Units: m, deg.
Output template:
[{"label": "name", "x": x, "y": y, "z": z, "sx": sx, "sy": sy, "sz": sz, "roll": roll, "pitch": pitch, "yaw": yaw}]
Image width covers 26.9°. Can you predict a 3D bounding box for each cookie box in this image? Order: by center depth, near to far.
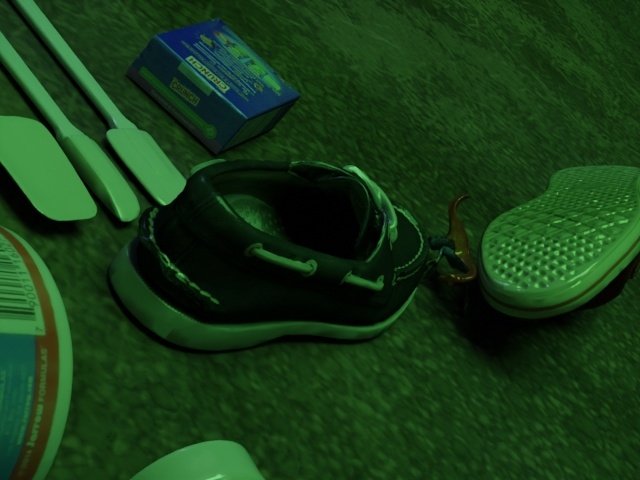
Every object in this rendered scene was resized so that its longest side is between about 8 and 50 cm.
[{"label": "cookie box", "x": -0.076, "y": -0.115, "z": 0.980, "sx": 0.092, "sy": 0.040, "sz": 0.107, "roll": 43, "pitch": 25, "yaw": 6}]

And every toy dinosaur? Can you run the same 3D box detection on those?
[{"label": "toy dinosaur", "x": 0.097, "y": 0.008, "z": 0.993, "sx": 0.047, "sy": 0.090, "sz": 0.082, "roll": 13, "pitch": 1, "yaw": -19}]

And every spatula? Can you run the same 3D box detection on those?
[{"label": "spatula", "x": -0.180, "y": -0.097, "z": 0.833, "sx": 0.242, "sy": 0.019, "sz": 0.168, "roll": 50, "pitch": 28, "yaw": 21}]

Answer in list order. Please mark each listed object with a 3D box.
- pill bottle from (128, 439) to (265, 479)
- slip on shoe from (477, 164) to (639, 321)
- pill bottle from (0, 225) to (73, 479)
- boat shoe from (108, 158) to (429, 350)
[{"label": "pill bottle", "x": -0.021, "y": 0.166, "z": 0.528, "sx": 0.094, "sy": 0.094, "sz": 0.169, "roll": 8, "pitch": 40, "yaw": -49}, {"label": "slip on shoe", "x": 0.209, "y": 0.013, "z": 1.082, "sx": 0.123, "sy": 0.101, "sz": 0.331, "roll": 0, "pitch": 13, "yaw": 20}, {"label": "pill bottle", "x": -0.204, "y": 0.044, "z": 0.443, "sx": 0.221, "sy": 0.124, "sz": 0.124, "roll": 8, "pitch": 40, "yaw": -48}, {"label": "boat shoe", "x": 0.000, "y": 0.000, "z": 0.835, "sx": 0.114, "sy": 0.091, "sz": 0.302, "roll": 47, "pitch": 26, "yaw": 15}]
